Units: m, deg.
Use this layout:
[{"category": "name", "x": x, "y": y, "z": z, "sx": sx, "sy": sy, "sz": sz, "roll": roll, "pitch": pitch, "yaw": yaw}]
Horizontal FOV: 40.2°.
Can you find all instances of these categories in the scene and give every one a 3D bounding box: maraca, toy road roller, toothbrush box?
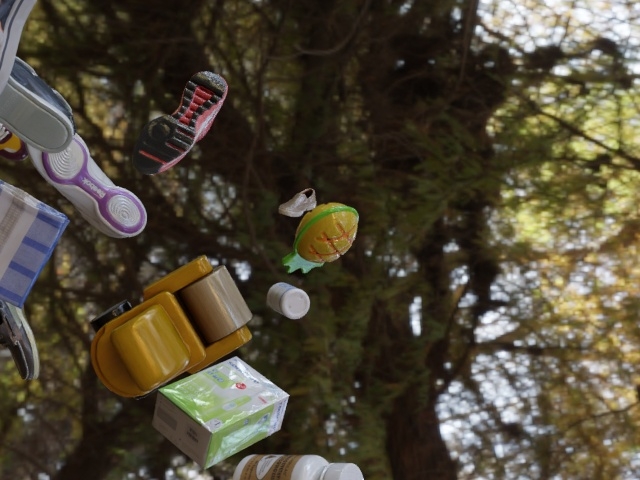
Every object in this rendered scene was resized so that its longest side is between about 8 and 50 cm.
[{"category": "maraca", "x": 0.000, "y": 0.000, "z": 1.671, "sx": 0.186, "sy": 0.127, "sz": 0.099, "roll": -52, "pitch": -130, "yaw": 31}, {"category": "toy road roller", "x": -0.304, "y": 0.189, "z": 1.776, "sx": 0.202, "sy": 0.329, "sz": 0.240, "roll": 61, "pitch": -8, "yaw": -7}, {"category": "toothbrush box", "x": -0.256, "y": 0.437, "z": 2.254, "sx": 0.206, "sy": 0.283, "sz": 0.122, "roll": 31, "pitch": -62, "yaw": 31}]

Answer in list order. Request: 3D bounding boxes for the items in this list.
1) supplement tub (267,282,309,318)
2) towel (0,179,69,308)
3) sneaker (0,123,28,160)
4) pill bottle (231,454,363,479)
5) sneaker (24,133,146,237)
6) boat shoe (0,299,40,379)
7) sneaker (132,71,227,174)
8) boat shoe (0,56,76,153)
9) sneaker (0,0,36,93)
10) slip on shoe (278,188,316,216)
[{"category": "supplement tub", "x": -0.075, "y": 0.138, "z": 2.010, "sx": 0.107, "sy": 0.071, "sz": 0.071, "roll": -163, "pitch": -104, "yaw": -66}, {"category": "towel", "x": -0.627, "y": -0.023, "z": 1.581, "sx": 0.209, "sy": 0.285, "sz": 0.034, "roll": -59, "pitch": -166, "yaw": 8}, {"category": "sneaker", "x": -0.671, "y": -0.234, "z": 1.777, "sx": 0.069, "sy": 0.185, "sz": 0.084, "roll": -48, "pitch": 178, "yaw": -6}, {"category": "pill bottle", "x": -0.041, "y": 0.466, "z": 1.627, "sx": 0.229, "sy": 0.131, "sz": 0.131, "roll": -8, "pitch": -98, "yaw": 30}, {"category": "sneaker", "x": -0.500, "y": -0.112, "z": 1.802, "sx": 0.305, "sy": 0.114, "sz": 0.152, "roll": 49, "pitch": -27, "yaw": -13}, {"category": "boat shoe", "x": -0.618, "y": 0.173, "z": 1.724, "sx": 0.080, "sy": 0.073, "sz": 0.224, "roll": -18, "pitch": -92, "yaw": 50}, {"category": "sneaker", "x": -0.322, "y": -0.253, "z": 2.071, "sx": 0.116, "sy": 0.314, "sz": 0.136, "roll": 32, "pitch": -26, "yaw": 9}, {"category": "boat shoe", "x": -0.552, "y": -0.269, "z": 1.499, "sx": 0.114, "sy": 0.302, "sz": 0.091, "roll": -37, "pitch": -151, "yaw": 12}, {"category": "sneaker", "x": -0.485, "y": -0.326, "z": 1.230, "sx": 0.321, "sy": 0.127, "sz": 0.126, "roll": -51, "pitch": -130, "yaw": 38}, {"category": "slip on shoe", "x": -0.047, "y": -0.083, "z": 1.898, "sx": 0.051, "sy": 0.135, "sz": 0.041, "roll": 19, "pitch": -70, "yaw": 25}]
